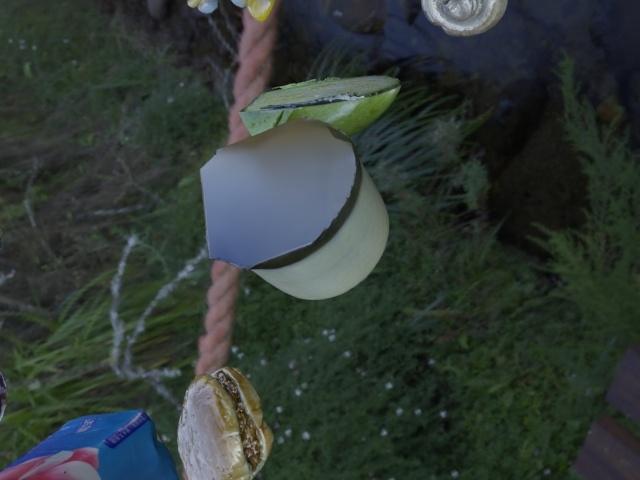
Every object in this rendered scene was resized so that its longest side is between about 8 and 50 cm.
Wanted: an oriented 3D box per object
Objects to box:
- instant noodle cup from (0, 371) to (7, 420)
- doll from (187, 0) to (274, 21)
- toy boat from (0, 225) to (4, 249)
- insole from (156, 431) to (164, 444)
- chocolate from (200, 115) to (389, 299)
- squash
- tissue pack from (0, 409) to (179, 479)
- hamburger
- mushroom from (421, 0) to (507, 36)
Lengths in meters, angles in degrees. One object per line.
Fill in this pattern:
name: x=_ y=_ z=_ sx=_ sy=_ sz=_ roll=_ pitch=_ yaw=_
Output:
instant noodle cup: x=-0.601 y=0.323 z=1.306 sx=0.255 sy=0.244 sz=0.244 roll=-128 pitch=30 yaw=-57
doll: x=-0.173 y=-0.307 z=0.769 sx=0.316 sy=0.103 sz=0.145 roll=27 pitch=145 yaw=-13
toy boat: x=-0.579 y=0.098 z=1.056 sx=0.162 sy=0.445 sz=0.136 roll=-3 pitch=128 yaw=48
insole: x=-0.242 y=0.327 z=1.216 sx=0.004 sy=0.064 sz=0.188 roll=-81 pitch=-13 yaw=-56
chocolate: x=-0.033 y=-0.028 z=1.682 sx=0.297 sy=0.326 sz=0.314 roll=62 pitch=-169 yaw=-49
squash: x=0.014 y=-0.319 z=1.933 sx=0.309 sy=0.233 sz=0.210 roll=-35 pitch=99 yaw=24
tissue pack: x=-0.227 y=0.295 z=0.791 sx=0.270 sy=0.137 sz=0.209 roll=-27 pitch=-73 yaw=-78
hamburger: x=-0.220 y=0.420 z=1.841 sx=0.259 sy=0.145 sz=0.283 roll=55 pitch=145 yaw=31
mushroom: x=0.271 y=-0.465 z=1.633 sx=0.166 sy=0.127 sz=0.166 roll=18 pitch=136 yaw=18
